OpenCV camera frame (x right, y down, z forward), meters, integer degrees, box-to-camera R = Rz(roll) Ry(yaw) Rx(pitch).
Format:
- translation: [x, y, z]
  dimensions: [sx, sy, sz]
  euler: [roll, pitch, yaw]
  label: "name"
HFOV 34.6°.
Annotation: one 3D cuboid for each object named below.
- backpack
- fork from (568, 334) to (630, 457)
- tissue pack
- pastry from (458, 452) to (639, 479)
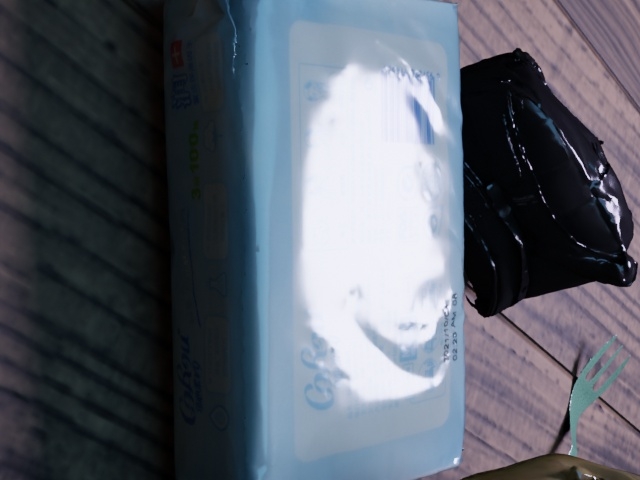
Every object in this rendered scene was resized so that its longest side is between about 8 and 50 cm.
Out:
- translation: [0.129, -0.041, 0.667]
  dimensions: [0.165, 0.120, 0.106]
  euler: [62, 29, -25]
  label: "backpack"
- translation: [0.183, 0.173, 0.784]
  dimensions: [0.039, 0.021, 0.235]
  euler: [49, 59, -29]
  label: "fork"
- translation: [0.000, 0.000, 0.551]
  dimensions: [0.177, 0.089, 0.263]
  euler: [-4, 95, -44]
  label: "tissue pack"
- translation: [0.083, 0.305, 0.506]
  dimensions: [0.409, 0.245, 0.409]
  euler: [-16, 110, -52]
  label: "pastry"
